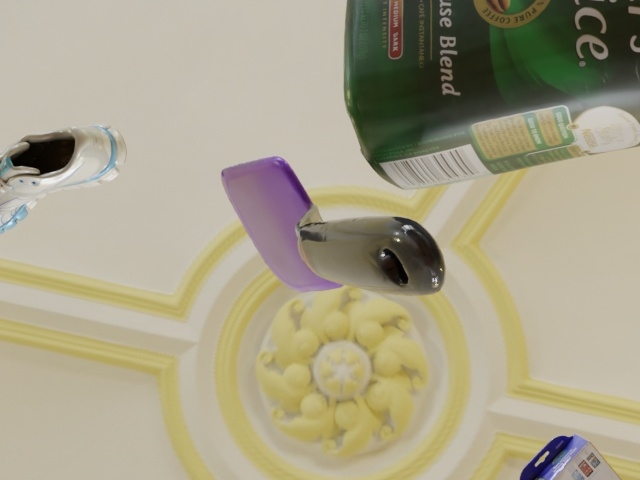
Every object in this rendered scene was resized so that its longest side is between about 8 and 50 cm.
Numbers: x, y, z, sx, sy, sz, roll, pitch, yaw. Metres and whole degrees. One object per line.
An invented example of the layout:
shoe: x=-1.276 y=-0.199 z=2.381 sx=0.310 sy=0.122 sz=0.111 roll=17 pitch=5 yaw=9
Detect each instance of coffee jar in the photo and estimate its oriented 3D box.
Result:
coffee jar: x=0.104 y=-0.076 z=0.366 sx=0.184 sy=0.079 sz=0.096 roll=-6 pitch=-113 yaw=23

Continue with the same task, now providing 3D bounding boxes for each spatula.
spatula: x=0.000 y=0.000 z=0.476 sx=0.030 sy=0.296 sz=0.084 roll=-29 pitch=-80 yaw=-9

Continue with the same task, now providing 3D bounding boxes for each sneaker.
sneaker: x=-0.275 y=-0.061 z=0.927 sx=0.190 sy=0.083 sz=0.071 roll=-25 pitch=-99 yaw=12

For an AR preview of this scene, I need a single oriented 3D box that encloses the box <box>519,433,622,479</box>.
box: x=0.243 y=0.243 z=0.953 sx=0.081 sy=0.028 sz=0.136 roll=-45 pitch=-70 yaw=-8
